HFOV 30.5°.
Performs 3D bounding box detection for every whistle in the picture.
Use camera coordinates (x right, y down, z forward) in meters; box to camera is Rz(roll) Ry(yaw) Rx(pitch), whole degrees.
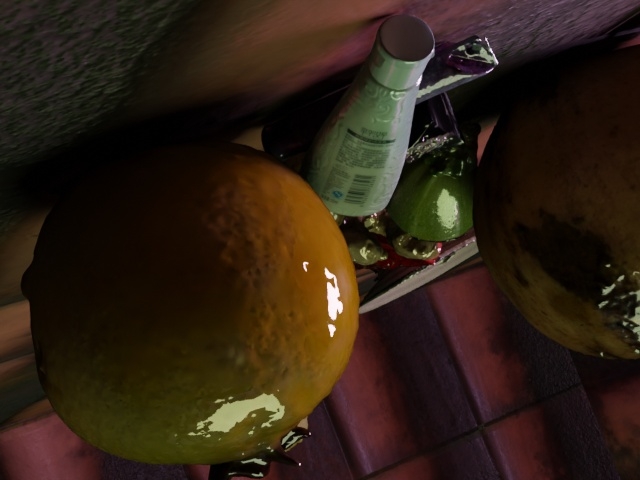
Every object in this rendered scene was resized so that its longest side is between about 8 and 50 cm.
[{"bbox_3d":[0.038,-0.100,0.828,0.177,0.033,0.033,-22,173,17],"label":"whistle"}]

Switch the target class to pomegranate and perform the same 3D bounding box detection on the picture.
[{"bbox_3d":[0.292,-0.039,1.083,0.322,0.322,0.322,-20,174,-2],"label":"pomegranate"}]

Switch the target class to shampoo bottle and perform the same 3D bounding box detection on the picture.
[{"bbox_3d":[0.033,-0.077,0.776,0.069,0.041,0.190,17,151,-3],"label":"shampoo bottle"}]

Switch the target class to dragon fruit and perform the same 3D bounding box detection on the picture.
[{"bbox_3d":[0.078,-0.026,1.390,0.083,0.106,0.162,32,161,-22],"label":"dragon fruit"}]

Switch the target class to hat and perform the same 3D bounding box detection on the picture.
[{"bbox_3d":[0.127,-0.010,1.511,0.252,0.110,0.252,-29,171,-5],"label":"hat"}]

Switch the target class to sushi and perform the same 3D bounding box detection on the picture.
[{"bbox_3d":[0.055,-0.080,0.887,0.085,0.056,0.083,-21,-174,18],"label":"sushi"}]

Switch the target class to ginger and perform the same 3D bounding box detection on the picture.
[{"bbox_3d":[0.019,-0.012,1.209,0.259,0.065,0.149,-4,-162,-43],"label":"ginger"}]

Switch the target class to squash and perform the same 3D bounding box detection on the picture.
[{"bbox_3d":[0.115,-0.070,1.142,0.105,0.105,0.132,-20,156,-9],"label":"squash"}]

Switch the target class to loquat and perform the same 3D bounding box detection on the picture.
[{"bbox_3d":[-0.084,0.051,0.800,0.244,0.243,0.244,-20,174,-2],"label":"loquat"}]

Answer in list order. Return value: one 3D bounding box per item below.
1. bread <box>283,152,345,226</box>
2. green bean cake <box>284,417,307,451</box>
[{"bbox_3d":[-0.022,-0.034,0.978,0.060,0.082,0.113,-13,167,-37],"label":"bread"},{"bbox_3d":[-0.182,0.245,1.895,0.310,0.285,0.202,-23,178,32],"label":"green bean cake"}]
